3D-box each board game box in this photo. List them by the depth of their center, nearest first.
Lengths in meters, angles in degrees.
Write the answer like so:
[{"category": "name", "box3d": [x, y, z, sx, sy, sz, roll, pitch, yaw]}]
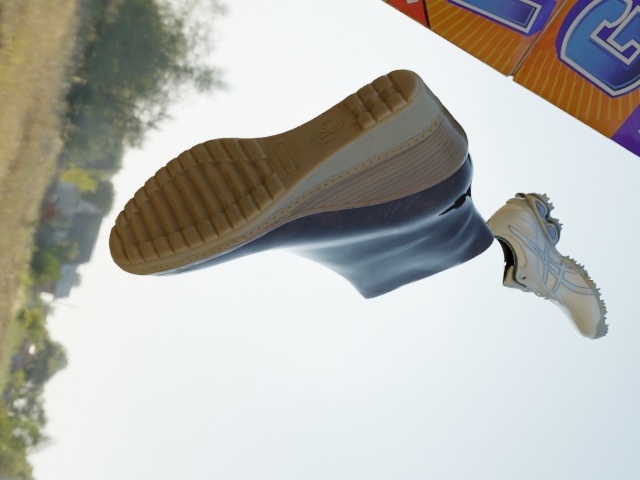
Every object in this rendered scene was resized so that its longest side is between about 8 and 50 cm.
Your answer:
[{"category": "board game box", "box3d": [0.310, -0.379, 0.933, 0.356, 0.356, 0.356, -57, -172, 31]}]

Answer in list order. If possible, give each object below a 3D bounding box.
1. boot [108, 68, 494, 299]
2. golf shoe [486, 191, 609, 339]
[{"category": "boot", "box3d": [0.000, 0.000, 0.607, 0.207, 0.248, 0.090, 56, 11, -52]}, {"category": "golf shoe", "box3d": [0.231, 0.039, 0.882, 0.176, 0.086, 0.069, 58, -11, -1]}]
